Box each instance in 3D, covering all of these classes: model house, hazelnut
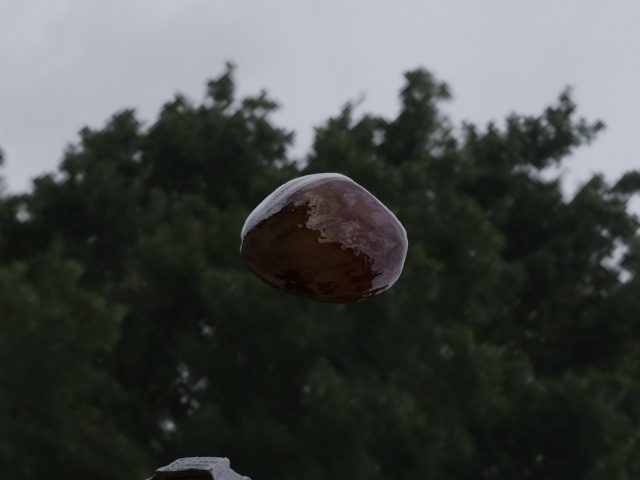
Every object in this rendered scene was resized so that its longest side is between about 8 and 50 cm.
[{"bbox_3d":[-0.164,0.330,1.912,0.165,0.106,0.152,-8,-31,22],"label":"model house"},{"bbox_3d":[0.001,0.003,1.983,0.181,0.181,0.212,44,-4,-29],"label":"hazelnut"}]
